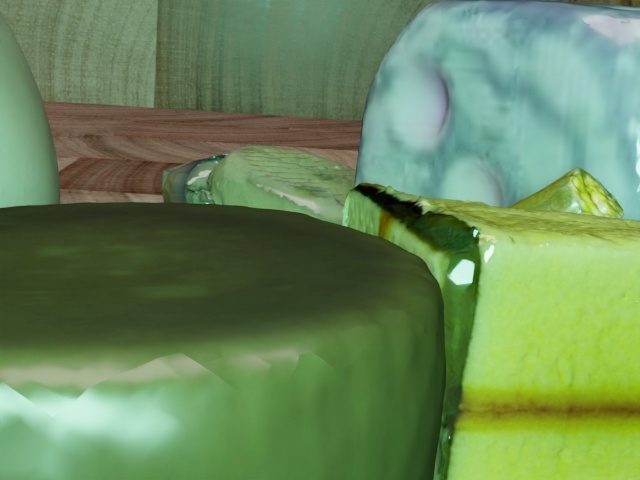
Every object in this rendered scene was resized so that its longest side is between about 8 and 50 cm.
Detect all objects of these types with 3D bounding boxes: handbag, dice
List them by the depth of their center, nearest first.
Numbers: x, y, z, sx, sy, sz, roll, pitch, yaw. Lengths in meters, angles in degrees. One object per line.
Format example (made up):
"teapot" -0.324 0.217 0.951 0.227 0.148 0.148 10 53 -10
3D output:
"dice" 0.202 -0.029 0.825 0.270 0.270 0.271 -5 14 -36
"handbag" -0.113 -0.052 1.337 0.117 0.095 0.173 -5 5 -17

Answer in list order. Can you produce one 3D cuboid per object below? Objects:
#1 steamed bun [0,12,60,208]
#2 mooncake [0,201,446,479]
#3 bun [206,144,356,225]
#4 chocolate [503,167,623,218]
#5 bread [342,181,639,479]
"steamed bun" -0.291 -0.076 0.770 0.206 0.324 0.324 -24 12 0
"mooncake" -0.092 0.079 0.472 0.284 0.156 0.284 3 13 -1
"bun" 0.000 0.000 1.021 0.237 0.116 0.210 25 16 22
"chocolate" 0.085 0.027 0.702 0.219 0.086 0.085 -38 -18 36
"bread" 0.145 0.067 0.617 0.264 0.168 0.163 4 10 -18
